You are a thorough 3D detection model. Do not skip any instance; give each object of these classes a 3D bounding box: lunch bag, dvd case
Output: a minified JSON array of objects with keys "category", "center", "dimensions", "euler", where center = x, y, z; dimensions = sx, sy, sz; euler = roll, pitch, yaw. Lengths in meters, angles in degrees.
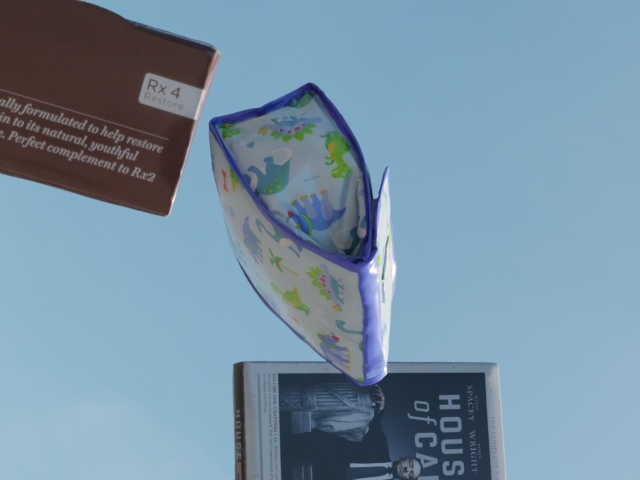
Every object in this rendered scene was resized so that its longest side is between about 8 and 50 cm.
[{"category":"lunch bag","center":[0.000,0.000,0.756],"dimensions":[0.129,0.096,0.151],"euler":[82,-17,-51]},{"category":"dvd case","center":[0.045,0.187,0.979],"dimensions":[0.029,0.238,0.179],"euler":[157,-67,-62]}]

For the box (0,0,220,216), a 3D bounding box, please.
[{"category":"box","center":[-0.211,-0.111,1.032],"dimensions":[0.381,0.191,0.143],"euler":[-173,-81,-79]}]
